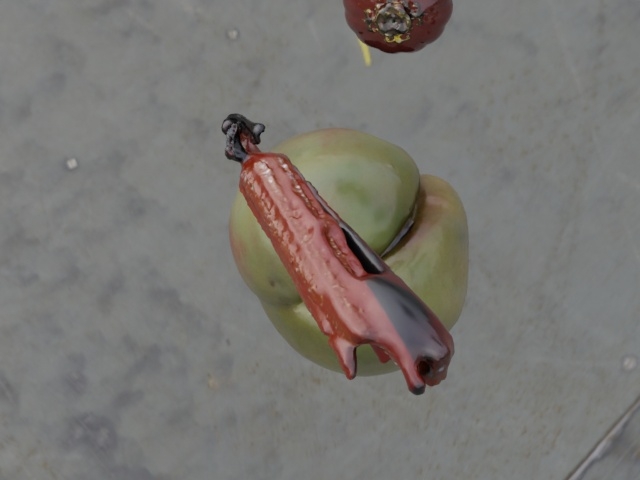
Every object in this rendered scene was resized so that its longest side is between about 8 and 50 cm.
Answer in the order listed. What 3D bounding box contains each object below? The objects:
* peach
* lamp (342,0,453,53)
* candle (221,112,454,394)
[{"bbox_3d":[0.032,0.007,1.227,0.292,0.292,0.247,46,105,20],"label":"peach"},{"bbox_3d":[0.070,-0.217,0.988,0.101,0.101,0.090,11,35,6],"label":"lamp"},{"bbox_3d":[0.000,0.000,0.853,0.084,0.059,0.301,-16,55,-29],"label":"candle"}]
